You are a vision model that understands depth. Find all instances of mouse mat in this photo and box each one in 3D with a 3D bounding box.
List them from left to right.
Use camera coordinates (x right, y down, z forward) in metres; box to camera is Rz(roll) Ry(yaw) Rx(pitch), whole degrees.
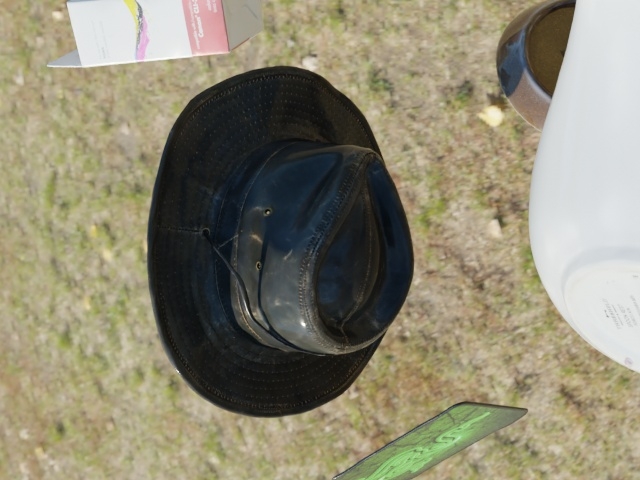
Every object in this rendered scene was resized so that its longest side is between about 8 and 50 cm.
[{"bbox_3d":[0.120,0.223,0.999,0.189,0.152,0.007,-37,58,28],"label":"mouse mat"}]

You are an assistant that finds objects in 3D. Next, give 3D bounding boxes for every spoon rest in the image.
[{"bbox_3d":[0.116,-0.040,0.322,0.137,0.084,0.276,7,142,41],"label":"spoon rest"}]

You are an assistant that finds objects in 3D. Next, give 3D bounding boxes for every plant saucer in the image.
[{"bbox_3d":[0.251,-0.168,0.869,0.168,0.168,0.029,57,165,18],"label":"plant saucer"}]

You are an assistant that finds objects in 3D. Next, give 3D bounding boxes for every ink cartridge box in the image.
[{"bbox_3d":[-0.169,-0.222,0.916,0.198,0.115,0.067,-2,113,16],"label":"ink cartridge box"}]

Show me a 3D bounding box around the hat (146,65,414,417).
[{"bbox_3d":[0.000,0.000,0.827,0.134,0.331,0.332,-2,99,51],"label":"hat"}]
